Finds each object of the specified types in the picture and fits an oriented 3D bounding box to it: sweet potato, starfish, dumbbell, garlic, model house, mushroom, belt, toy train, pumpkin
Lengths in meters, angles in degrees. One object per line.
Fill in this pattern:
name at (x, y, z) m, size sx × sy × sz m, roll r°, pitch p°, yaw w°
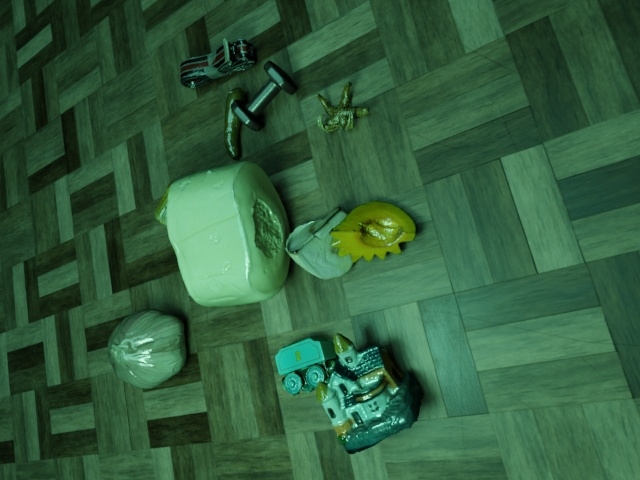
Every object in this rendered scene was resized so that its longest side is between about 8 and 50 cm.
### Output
sweet potato at (-0.329, -0.440, 1.596) m, size 0.075 × 0.075 × 0.273 m, roll 7°, pitch 91°, yaw 28°
starfish at (0.075, -0.432, 1.378) m, size 0.190 × 0.074 × 0.146 m, roll 3°, pitch 88°, yaw 28°
dumbbell at (-0.200, -0.506, 1.494) m, size 0.140 × 0.124 × 0.225 m, roll 45°, pitch 108°, yaw -3°
garlic at (-0.661, 0.409, 1.594) m, size 0.318 × 0.259 × 0.317 m, roll -4°, pitch 80°, yaw 24°
model house at (0.105, 0.400, 1.192) m, size 0.253 × 0.184 × 0.291 m, roll -32°, pitch 90°, yaw 23°
mushroom at (0.007, 0.021, 1.360) m, size 0.236 × 0.173 × 0.162 m, roll -43°, pitch 24°, yaw -20°
belt at (-0.407, -0.678, 1.635) m, size 0.360 × 0.126 × 0.094 m, roll -5°, pitch 93°, yaw 33°
toy train at (-0.041, 0.396, 1.351) m, size 0.203 × 0.112 × 0.162 m, roll -25°, pitch 69°, yaw 22°
pumpkin at (0.153, -0.027, 1.298) m, size 0.254 × 0.130 × 0.149 m, roll -2°, pitch 46°, yaw 2°

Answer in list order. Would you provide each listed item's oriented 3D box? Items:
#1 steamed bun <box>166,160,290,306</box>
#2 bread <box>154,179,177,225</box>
steamed bun at (-0.296, -0.015, 1.421) m, size 0.372 × 0.290 × 0.455 m, roll -10°, pitch 89°, yaw 30°
bread at (-0.512, -0.130, 1.619) m, size 0.262 × 0.162 × 0.204 m, roll 26°, pitch 87°, yaw 13°
